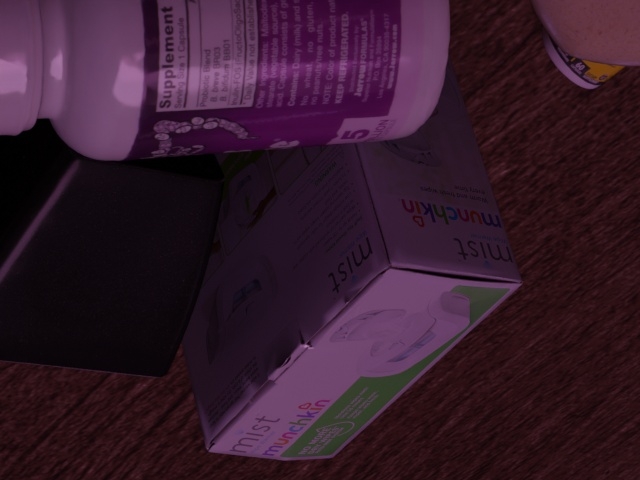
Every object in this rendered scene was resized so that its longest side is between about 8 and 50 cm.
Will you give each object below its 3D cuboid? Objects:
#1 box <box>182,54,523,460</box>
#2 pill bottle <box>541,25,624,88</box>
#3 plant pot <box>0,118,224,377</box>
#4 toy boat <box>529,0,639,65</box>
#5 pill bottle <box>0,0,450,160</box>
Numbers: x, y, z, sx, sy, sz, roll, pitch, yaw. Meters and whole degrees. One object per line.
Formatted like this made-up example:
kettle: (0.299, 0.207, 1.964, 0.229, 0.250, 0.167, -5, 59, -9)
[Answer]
box: (0.000, 0.000, 1.466, 0.126, 0.231, 0.262, 7, 142, -34)
pill bottle: (0.224, -0.168, 1.458, 0.065, 0.065, 0.116, 15, 137, -42)
plant pot: (-0.174, -0.035, 1.392, 0.187, 0.188, 0.167, 10, 128, -37)
toy boat: (0.290, -0.192, 1.329, 0.318, 0.148, 0.267, 34, 137, -11)
pill bottle: (-0.084, -0.137, 1.257, 0.301, 0.169, 0.169, -5, 148, -18)
